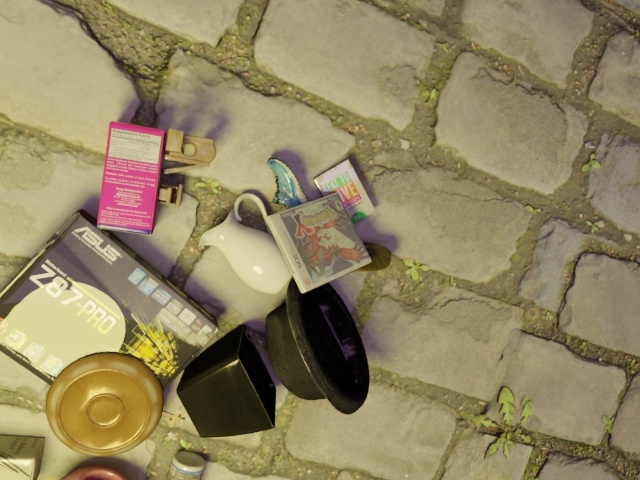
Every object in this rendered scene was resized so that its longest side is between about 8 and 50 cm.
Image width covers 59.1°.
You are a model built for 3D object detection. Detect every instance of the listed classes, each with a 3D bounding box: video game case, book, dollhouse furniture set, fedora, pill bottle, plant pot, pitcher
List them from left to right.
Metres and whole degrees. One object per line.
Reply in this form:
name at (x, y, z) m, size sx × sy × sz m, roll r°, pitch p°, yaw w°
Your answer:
plant pot at (-0.452, 0.352, 1.187) m, size 0.237 × 0.032 × 0.236 m, roll -2°, pitch 100°, yaw -13°
pill bottle at (-0.325, 0.574, 1.317) m, size 0.078 × 0.078 × 0.137 m, roll 16°, pitch 93°, yaw -16°
dollhouse furniture set at (-0.278, -0.139, 1.182) m, size 0.101 × 0.182 × 0.160 m, roll 9°, pitch 95°, yaw -16°
plant pot at (-0.213, 0.332, 1.269) m, size 0.167 × 0.188 × 0.187 m, roll -24°, pitch 103°, yaw 1°
pitcher at (-0.143, 0.007, 1.278) m, size 0.207 × 0.125 × 0.177 m, roll 38°, pitch 72°, yaw -5°
fedora at (-0.025, 0.246, 1.289) m, size 0.153 × 0.334 × 0.334 m, roll -26°, pitch 105°, yaw 22°
video game case at (0.000, 0.000, 1.261) m, size 0.201 × 0.023 × 0.183 m, roll -22°, pitch 82°, yaw -35°
book at (0.056, -0.110, 1.355) m, size 0.096 × 0.035 × 0.144 m, roll -32°, pitch 105°, yaw -5°

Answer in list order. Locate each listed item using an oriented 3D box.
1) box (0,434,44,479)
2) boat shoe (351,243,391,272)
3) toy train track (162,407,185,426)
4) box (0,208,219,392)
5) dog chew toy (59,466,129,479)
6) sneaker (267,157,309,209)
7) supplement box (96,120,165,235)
box at (-0.739, 0.467, 1.179) m, size 0.275 × 0.113 × 0.094 m, roll 10°, pitch 94°, yaw -17°
boat shoe at (0.056, 0.041, 1.349) m, size 0.224 × 0.073 × 0.080 m, roll 0°, pitch 91°, yaw -18°
toy train track at (-0.358, 0.411, 1.321) m, size 0.083 × 0.014 × 0.048 m, roll 25°, pitch 90°, yaw -16°
box at (-0.470, 0.178, 1.218) m, size 0.395 × 0.097 × 0.318 m, roll 44°, pitch 84°, yaw -17°
dog chew toy at (-0.528, 0.664, 1.220) m, size 0.207 × 0.206 × 0.331 m, roll 23°, pitch 98°, yaw -16°
sneaker at (-0.083, -0.115, 1.300) m, size 0.073 × 0.063 × 0.162 m, roll -30°, pitch 103°, yaw -6°
supplement box at (-0.395, -0.131, 1.190) m, size 0.114 × 0.111 × 0.219 m, roll 9°, pitch 94°, yaw -15°
